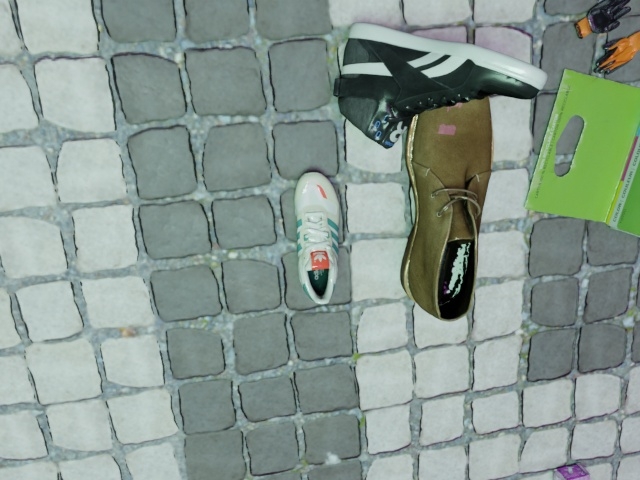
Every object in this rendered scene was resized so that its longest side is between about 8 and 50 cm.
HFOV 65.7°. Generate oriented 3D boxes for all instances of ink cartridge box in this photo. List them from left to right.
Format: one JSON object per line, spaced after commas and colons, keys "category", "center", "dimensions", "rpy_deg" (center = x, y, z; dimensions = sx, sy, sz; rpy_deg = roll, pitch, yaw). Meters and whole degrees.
{"category": "ink cartridge box", "center": [0.413, -0.095, 0.613], "dimensions": [0.255, 0.097, 0.188], "rpy_deg": [8, 105, -11]}

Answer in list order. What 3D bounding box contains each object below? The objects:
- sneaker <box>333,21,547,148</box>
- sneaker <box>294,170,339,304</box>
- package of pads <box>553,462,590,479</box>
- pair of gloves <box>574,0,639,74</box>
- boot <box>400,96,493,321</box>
{"category": "sneaker", "center": [0.114, -0.148, 0.529], "dimensions": [0.217, 0.079, 0.121], "rpy_deg": [26, 110, 28]}
{"category": "sneaker", "center": [0.000, 0.000, 0.591], "dimensions": [0.057, 0.075, 0.161], "rpy_deg": [-3, 107, -8]}
{"category": "package of pads", "center": [0.398, 0.400, 0.786], "dimensions": [0.050, 0.032, 0.083], "rpy_deg": [-11, 107, -6]}
{"category": "pair of gloves", "center": [0.355, -0.251, 0.604], "dimensions": [0.074, 0.010, 0.083], "rpy_deg": [-35, 105, 2]}
{"category": "boot", "center": [0.160, -0.053, 0.580], "dimensions": [0.112, 0.115, 0.305], "rpy_deg": [1, 103, -4]}
